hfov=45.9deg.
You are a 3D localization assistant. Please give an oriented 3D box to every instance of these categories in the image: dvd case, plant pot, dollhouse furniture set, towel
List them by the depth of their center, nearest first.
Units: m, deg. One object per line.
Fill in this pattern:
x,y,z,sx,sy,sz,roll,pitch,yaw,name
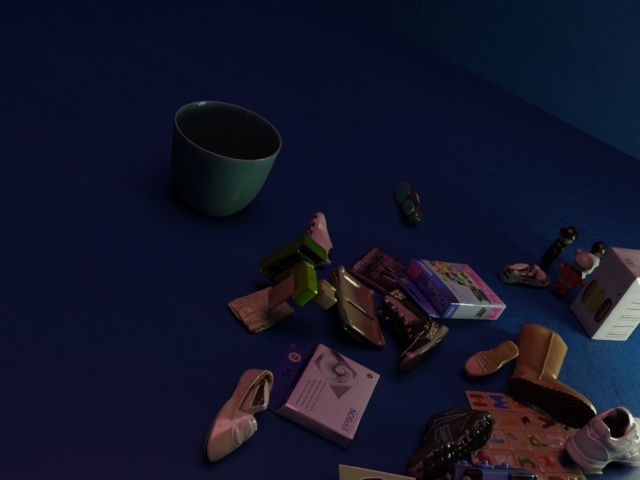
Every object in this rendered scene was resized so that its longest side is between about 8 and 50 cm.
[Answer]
-0.142,0.167,1.840,0.148,0.027,0.110,-18,51,-42,towel
0.004,0.158,1.881,0.301,0.151,0.197,39,29,-35,dollhouse furniture set
-0.281,-0.211,2.092,0.293,0.235,0.293,14,36,-11,plant pot
0.205,0.105,2.112,0.221,0.018,0.164,31,35,14,dvd case

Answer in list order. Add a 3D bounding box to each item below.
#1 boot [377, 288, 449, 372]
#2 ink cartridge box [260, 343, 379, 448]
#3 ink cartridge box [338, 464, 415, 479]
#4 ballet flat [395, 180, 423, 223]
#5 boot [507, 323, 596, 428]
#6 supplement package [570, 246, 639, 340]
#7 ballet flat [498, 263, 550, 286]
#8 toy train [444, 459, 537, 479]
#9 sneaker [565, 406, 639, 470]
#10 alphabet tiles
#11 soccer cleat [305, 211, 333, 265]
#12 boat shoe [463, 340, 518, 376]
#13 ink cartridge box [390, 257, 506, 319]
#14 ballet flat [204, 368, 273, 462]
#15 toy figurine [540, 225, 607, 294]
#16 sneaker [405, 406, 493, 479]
0.204,0.222,1.885,0.178,0.085,0.236,42,32,16,boot
-0.001,0.328,1.682,0.224,0.045,0.223,25,35,6,ink cartridge box
0.110,0.551,1.435,0.171,0.056,0.235,14,32,-11,ink cartridge box
0.288,-0.117,2.419,0.074,0.074,0.203,12,30,-14,ballet flat
0.606,0.337,1.941,0.236,0.089,0.269,29,31,10,boot
0.863,0.158,2.186,0.134,0.244,0.139,6,37,-22,supplement package
0.633,0.102,2.299,0.188,0.070,0.070,4,39,-24,ballet flat
0.354,0.504,1.569,0.184,0.080,0.105,8,-6,-16,toy train
0.717,0.459,1.780,0.305,0.152,0.114,0,39,-39,sneaker
0.483,0.472,1.773,0.343,0.011,0.285,7,37,-19,alphabet tiles
0.000,0.000,2.111,0.076,0.068,0.196,19,42,-12,soccer cleat
0.428,0.311,1.918,0.170,0.059,0.063,-16,62,-27,boat shoe
0.351,0.133,2.057,0.311,0.065,0.186,4,36,-42,ink cartridge box
-0.156,0.349,1.531,0.086,0.086,0.248,23,35,2,ballet flat
0.816,0.074,2.339,0.210,0.148,0.213,19,33,-18,toy figurine
0.265,0.444,1.648,0.267,0.101,0.106,-21,28,-40,sneaker
